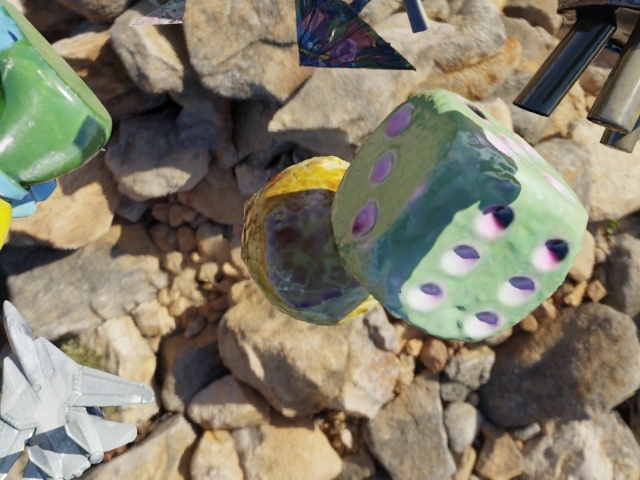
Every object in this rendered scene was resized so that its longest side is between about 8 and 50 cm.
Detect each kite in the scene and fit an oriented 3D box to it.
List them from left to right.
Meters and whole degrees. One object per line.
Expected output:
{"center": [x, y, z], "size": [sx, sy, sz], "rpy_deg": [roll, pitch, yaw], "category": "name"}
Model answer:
{"center": [-0.305, -0.434, 1.446], "size": [0.137, 0.152, 0.005], "rpy_deg": [-39, 144, -21], "category": "kite"}
{"center": [0.031, -0.398, 1.505], "size": [0.321, 0.016, 0.234], "rpy_deg": [39, 133, -17], "category": "kite"}

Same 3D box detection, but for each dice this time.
{"center": [0.227, -0.041, 1.330], "size": [0.318, 0.330, 0.322], "rpy_deg": [29, 116, -24], "category": "dice"}

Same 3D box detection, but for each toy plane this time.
{"center": [-0.314, 0.165, 0.877], "size": [0.212, 0.267, 0.088], "rpy_deg": [-33, 134, -11], "category": "toy plane"}

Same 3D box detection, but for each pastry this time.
{"center": [0.000, 0.000, 1.749], "size": [0.388, 0.312, 0.389], "rpy_deg": [0, 91, 11], "category": "pastry"}

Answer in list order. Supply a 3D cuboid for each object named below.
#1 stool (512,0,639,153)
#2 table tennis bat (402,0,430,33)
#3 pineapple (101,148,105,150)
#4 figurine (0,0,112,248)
{"center": [0.382, -0.202, 0.912], "size": [0.272, 0.272, 0.179], "rpy_deg": [20, 99, -10], "category": "stool"}
{"center": [0.078, -0.280, 0.783], "size": [0.095, 0.014, 0.158], "rpy_deg": [-10, 134, 22], "category": "table tennis bat"}
{"center": [-0.463, -0.137, 1.097], "size": [0.334, 0.161, 0.158], "rpy_deg": [-25, 105, 11], "category": "pineapple"}
{"center": [-0.304, -0.074, 0.631], "size": [0.234, 0.127, 0.185], "rpy_deg": [-41, 92, 7], "category": "figurine"}
